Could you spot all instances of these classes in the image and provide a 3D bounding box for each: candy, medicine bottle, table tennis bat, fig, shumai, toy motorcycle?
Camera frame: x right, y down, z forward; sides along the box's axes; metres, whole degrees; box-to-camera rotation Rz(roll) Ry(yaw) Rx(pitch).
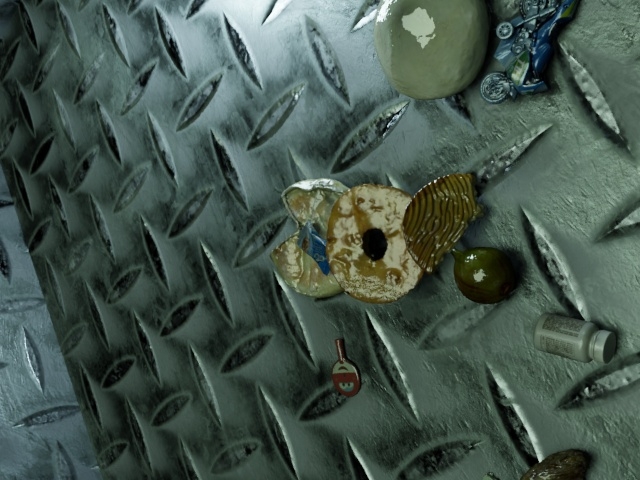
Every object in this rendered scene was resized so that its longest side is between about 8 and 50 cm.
[{"bbox_3d":[-0.010,0.014,1.792,0.136,0.038,0.088,47,134,33],"label":"candy"},{"bbox_3d":[0.495,0.192,1.386,0.140,0.079,0.079,11,102,43],"label":"medicine bottle"},{"bbox_3d":[0.222,-0.445,1.513,0.295,0.185,0.296,3,95,38],"label":"candy"},{"bbox_3d":[0.062,0.334,1.865,0.098,0.019,0.155,-11,89,44],"label":"table tennis bat"},{"bbox_3d":[0.318,0.036,1.526,0.236,0.124,0.124,53,128,40],"label":"fig"},{"bbox_3d":[0.475,0.474,1.413,0.105,0.123,0.139,43,109,20],"label":"shumai"},{"bbox_3d":[0.416,-0.377,1.399,0.135,0.092,0.255,31,106,28],"label":"toy motorcycle"}]

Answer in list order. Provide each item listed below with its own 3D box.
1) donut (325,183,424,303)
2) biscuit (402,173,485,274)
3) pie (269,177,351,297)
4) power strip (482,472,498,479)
[{"bbox_3d":[0.141,0.006,1.654,0.277,0.108,0.278,1,93,26],"label":"donut"},{"bbox_3d":[0.263,-0.038,1.518,0.176,0.031,0.229,-1,69,10],"label":"biscuit"},{"bbox_3d":[0.000,0.000,1.852,0.337,0.075,0.338,5,98,38],"label":"pie"},{"bbox_3d":[0.372,0.562,1.586,0.040,0.016,0.090,33,116,38],"label":"power strip"}]
